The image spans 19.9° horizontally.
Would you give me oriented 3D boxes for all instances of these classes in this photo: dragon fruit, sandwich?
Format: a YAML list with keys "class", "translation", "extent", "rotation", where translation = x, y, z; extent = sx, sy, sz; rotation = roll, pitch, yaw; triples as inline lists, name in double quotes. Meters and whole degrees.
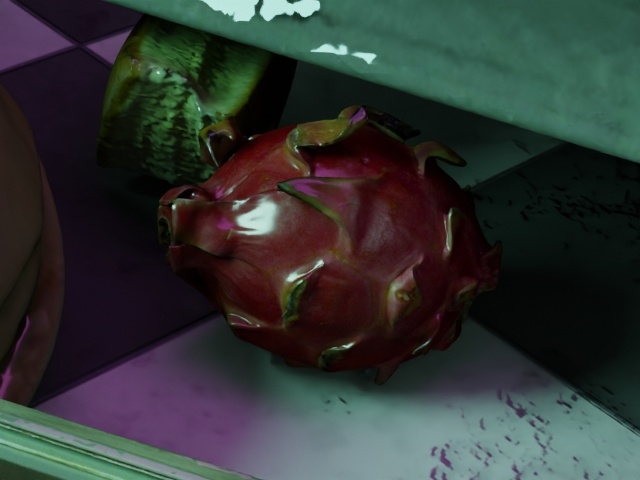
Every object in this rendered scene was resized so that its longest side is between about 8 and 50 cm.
- class: "dragon fruit"
  translation: [0.000, 0.000, 0.876]
  extent: [0.165, 0.136, 0.133]
  rotation: [4, -2, -20]
- class: "sandwich"
  translation: [-0.065, -0.081, 0.999]
  extent: [0.090, 0.088, 0.244]
  rotation: [17, 21, -1]

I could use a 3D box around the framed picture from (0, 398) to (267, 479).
- class: "framed picture"
  translation: [-0.125, 0.151, 0.637]
  extent: [0.252, 0.014, 0.197]
  rotation: [16, 72, 12]

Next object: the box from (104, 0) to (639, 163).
- class: "box"
  translation: [0.110, -0.149, 0.990]
  extent: [0.396, 0.111, 0.396]
  rotation: [20, 18, 23]

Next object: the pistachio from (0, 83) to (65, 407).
- class: "pistachio"
  translation: [-0.213, -0.013, 0.820]
  extent: [0.181, 0.162, 0.293]
  rotation: [-22, 50, -13]
